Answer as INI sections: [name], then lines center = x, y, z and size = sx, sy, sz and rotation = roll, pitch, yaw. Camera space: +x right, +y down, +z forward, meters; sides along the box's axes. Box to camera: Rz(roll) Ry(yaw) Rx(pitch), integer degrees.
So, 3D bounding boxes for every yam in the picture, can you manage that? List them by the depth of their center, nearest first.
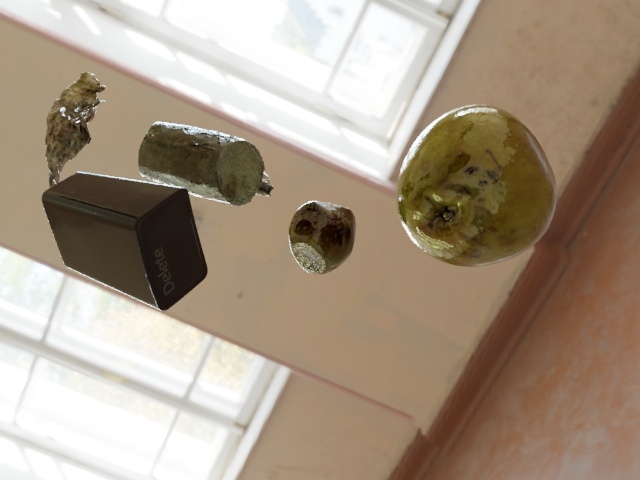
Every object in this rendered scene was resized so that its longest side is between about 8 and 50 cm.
[yam]
center = -0.255, -0.163, 1.663
size = 0.154, 0.254, 0.154
rotation = 18, -90, -74

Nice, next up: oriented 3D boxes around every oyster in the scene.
[oyster]
center = -0.597, -0.257, 1.918
size = 0.275, 0.100, 0.271
rotation = -55, 37, 6

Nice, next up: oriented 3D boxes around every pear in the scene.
[pear]
center = 0.279, -0.093, 1.520
size = 0.304, 0.304, 0.304
rotation = -156, 90, -84

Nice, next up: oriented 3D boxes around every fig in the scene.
[fig]
center = 0.000, 0.000, 1.734
size = 0.154, 0.144, 0.165
rotation = -68, -7, -61

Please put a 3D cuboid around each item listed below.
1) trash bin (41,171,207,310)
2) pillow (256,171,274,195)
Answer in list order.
[trash bin]
center = -0.308, -0.009, 1.250
size = 0.115, 0.225, 0.165
rotation = -44, -44, -41
[pillow]
center = -0.231, -0.158, 1.869
size = 0.148, 0.230, 0.050
rotation = -130, 53, -64
